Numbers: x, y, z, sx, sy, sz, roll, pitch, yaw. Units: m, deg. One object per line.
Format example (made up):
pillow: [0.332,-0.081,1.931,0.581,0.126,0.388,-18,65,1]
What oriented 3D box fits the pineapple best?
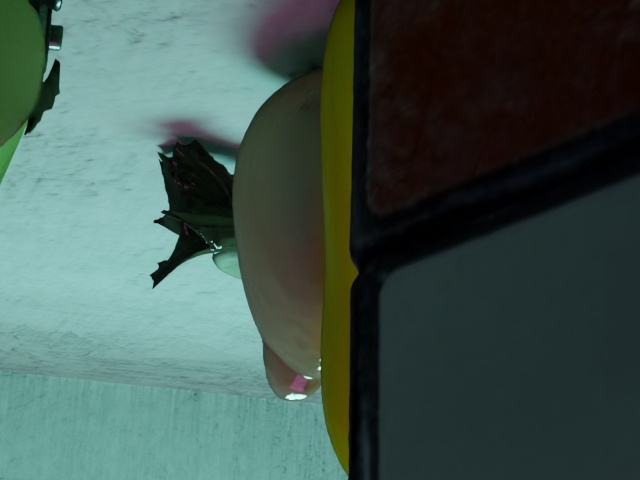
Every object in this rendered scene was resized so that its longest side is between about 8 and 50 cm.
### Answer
pineapple: [0.000,0.000,1.250,0.277,0.119,0.130,10,-174,-19]

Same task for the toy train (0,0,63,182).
toy train: [-0.178,-0.083,0.791,0.105,0.157,0.253,8,168,-15]

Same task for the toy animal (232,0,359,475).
toy animal: [0.098,0.009,0.931,0.247,0.277,0.345,-6,169,-19]

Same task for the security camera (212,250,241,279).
security camera: [0.031,0.058,1.620,0.302,0.080,0.157,14,166,-27]

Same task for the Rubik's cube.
Rubik's cube: [0.219,0.013,0.545,0.313,0.316,0.318,-22,145,40]
